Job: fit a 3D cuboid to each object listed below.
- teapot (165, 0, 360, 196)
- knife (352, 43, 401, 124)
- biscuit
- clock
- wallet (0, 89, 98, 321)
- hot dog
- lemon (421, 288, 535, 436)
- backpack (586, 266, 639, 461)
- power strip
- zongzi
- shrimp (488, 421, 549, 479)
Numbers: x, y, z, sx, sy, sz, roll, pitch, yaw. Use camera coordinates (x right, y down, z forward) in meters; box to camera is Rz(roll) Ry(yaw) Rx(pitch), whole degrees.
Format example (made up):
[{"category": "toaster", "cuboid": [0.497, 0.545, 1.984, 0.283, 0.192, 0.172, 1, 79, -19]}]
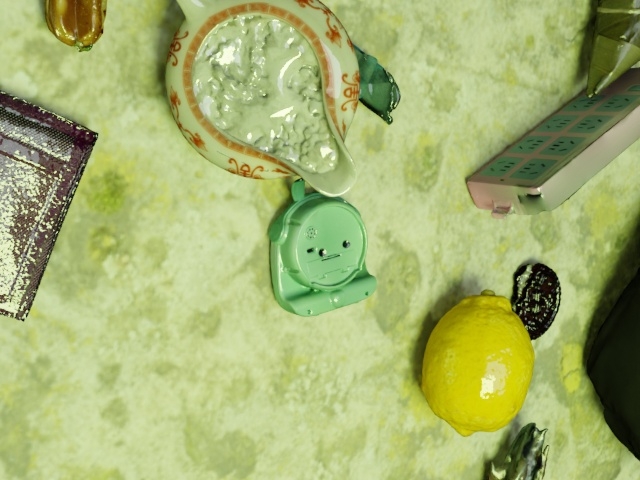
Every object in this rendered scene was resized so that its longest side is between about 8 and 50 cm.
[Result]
[{"category": "teapot", "cuboid": [-0.057, -0.142, 0.755, 0.245, 0.116, 0.159, 42, 110, -7]}, {"category": "knife", "cuboid": [-0.025, -0.197, 0.820, 0.296, 0.026, 0.044, 32, 92, -33]}, {"category": "biscuit", "cuboid": [0.240, 0.072, 1.031, 0.089, 0.027, 0.087, -31, 114, -24]}, {"category": "clock", "cuboid": [0.000, 0.000, 0.858, 0.101, 0.041, 0.135, -17, 107, -29]}, {"category": "wallet", "cuboid": [-0.251, -0.029, 0.700, 0.111, 0.030, 0.166, 23, 86, -34]}, {"category": "hot dog", "cuboid": [-0.191, -0.209, 0.709, 0.049, 0.037, 0.122, 4, 90, -21]}, {"category": "lemon", "cuboid": [0.164, 0.128, 0.943, 0.114, 0.114, 0.155, 18, 85, -33]}, {"category": "backpack", "cuboid": [0.559, 0.157, 1.104, 0.446, 0.255, 0.363, 17, 110, -36]}, {"category": "power strip", "cuboid": [0.281, -0.112, 0.979, 0.279, 0.109, 0.037, -37, 114, -23]}, {"category": "zongzi", "cuboid": [0.375, -0.231, 1.033, 0.160, 0.078, 0.176, 10, 88, -29]}, {"category": "shrimp", "cuboid": [0.168, 0.347, 1.013, 0.164, 0.062, 0.316, 21, 89, -30]}]
